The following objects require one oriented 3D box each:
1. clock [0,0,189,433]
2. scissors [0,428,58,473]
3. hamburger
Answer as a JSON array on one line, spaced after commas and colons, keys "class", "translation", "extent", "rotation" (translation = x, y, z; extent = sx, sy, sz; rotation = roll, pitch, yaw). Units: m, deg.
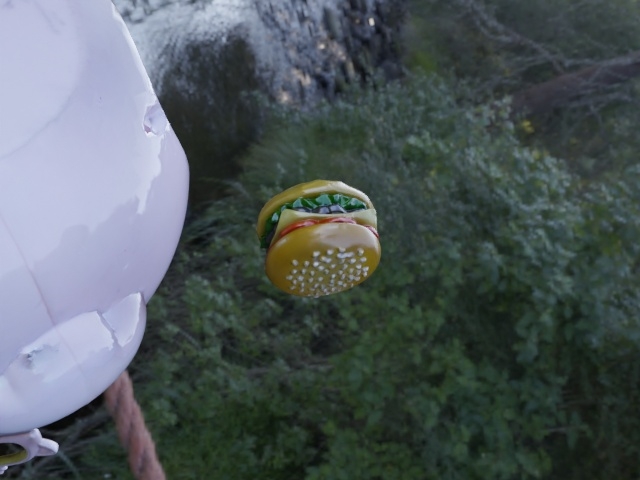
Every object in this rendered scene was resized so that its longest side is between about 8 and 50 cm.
[{"class": "clock", "translation": [-0.248, -0.043, 0.558], "extent": [0.368, 0.250, 0.376], "rotation": [51, -25, 7]}, {"class": "scissors", "translation": [-0.509, 0.260, 1.095], "extent": [0.024, 0.318, 0.160], "rotation": [-96, 178, -52]}, {"class": "hamburger", "translation": [0.000, 0.000, 1.051], "extent": [0.162, 0.162, 0.115], "rotation": [57, 17, -55]}]
